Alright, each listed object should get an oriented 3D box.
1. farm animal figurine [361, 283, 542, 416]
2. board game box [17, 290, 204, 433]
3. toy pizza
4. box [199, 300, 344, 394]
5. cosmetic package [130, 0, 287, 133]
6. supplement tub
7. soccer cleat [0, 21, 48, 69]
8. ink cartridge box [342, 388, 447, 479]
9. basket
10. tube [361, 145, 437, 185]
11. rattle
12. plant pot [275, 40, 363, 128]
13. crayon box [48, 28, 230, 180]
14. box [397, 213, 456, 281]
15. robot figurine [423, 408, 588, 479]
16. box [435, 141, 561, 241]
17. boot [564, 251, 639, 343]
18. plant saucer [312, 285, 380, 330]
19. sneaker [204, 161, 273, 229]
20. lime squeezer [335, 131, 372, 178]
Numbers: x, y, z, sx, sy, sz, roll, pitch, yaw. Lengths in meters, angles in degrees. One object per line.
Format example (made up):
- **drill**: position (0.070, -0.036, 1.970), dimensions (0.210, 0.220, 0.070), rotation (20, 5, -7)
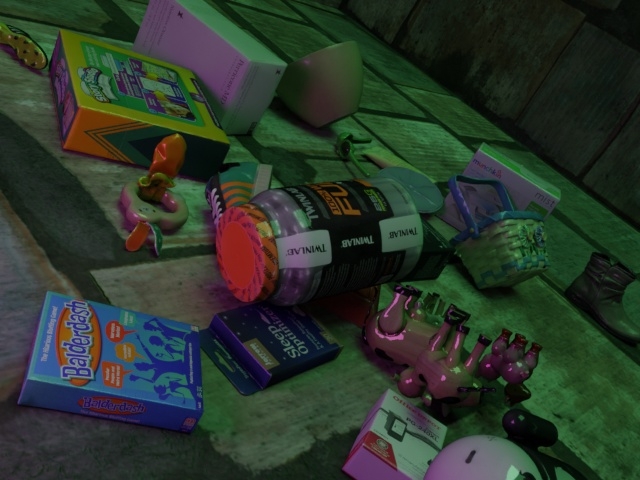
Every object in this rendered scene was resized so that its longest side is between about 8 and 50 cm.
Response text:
- **farm animal figurine**: position (0.199, 0.198, 1.103), dimensions (0.327, 0.172, 0.330), rotation (27, 5, 39)
- **board game box**: position (-0.258, 0.154, 0.845), dimensions (0.210, 0.047, 0.160), rotation (17, 29, -24)
- **toy pizza**: position (0.248, -0.138, 1.861), dimensions (0.201, 0.032, 0.201), rotation (14, 38, -12)
- **box**: position (-0.077, 0.156, 1.041), dimensions (0.136, 0.036, 0.225), rotation (43, 30, 24)
- **cosmetic package**: position (-0.294, -0.461, 1.702), dimensions (0.385, 0.217, 0.156), rotation (41, 28, 25)
- **supplement tub**: position (0.000, 0.000, 1.107), dimensions (0.316, 0.193, 0.193), rotation (-11, 46, -36)
- **soccer cleat**: position (-0.654, -0.433, 1.458), dimensions (0.179, 0.060, 0.072), rotation (34, 25, 14)
- **ink cartridge box**: position (0.111, 0.297, 0.951), dimensions (0.109, 0.063, 0.150), rotation (33, 27, 6)
- **basket**: position (0.444, -0.031, 1.672), dimensions (0.255, 0.201, 0.288), rotation (-3, 63, -46)
- **tube**: position (0.240, -0.214, 1.995), dimensions (0.240, 0.062, 0.070), rotation (37, -5, 21)
- **rattle**: position (-0.273, -0.079, 1.144), dimensions (0.130, 0.143, 0.199), rotation (44, 17, -15)
- **plant pot**: position (0.015, -0.447, 1.979), dimensions (0.284, 0.284, 0.190), rotation (-32, 100, -61)
- **crayon box**: position (-0.396, -0.291, 1.419), dimensions (0.313, 0.106, 0.363), rotation (10, 32, -33)
- **box**: position (0.197, 0.008, 1.515), dimensions (0.158, 0.093, 0.156), rotation (-2, 41, -46)
- **robot figurine**: position (0.253, 0.350, 0.846), dimensions (0.278, 0.173, 0.209), rotation (30, 29, -36)
- **box**: position (0.503, -0.109, 1.878), dimensions (0.262, 0.231, 0.127), rotation (35, 26, 7)
- **boot**: position (0.808, 0.154, 1.805), dimensions (0.246, 0.161, 0.083), rotation (40, 28, 19)
- **plant saucer**: position (0.015, 0.043, 1.320), dimensions (0.259, 0.047, 0.258), rotation (29, 26, -5)
- **sneaker**: position (-0.168, -0.055, 1.261), dimensions (0.121, 0.108, 0.302), rotation (8, 34, 0)
- **lime squeezer**: position (0.093, -0.260, 1.928), dimensions (0.110, 0.059, 0.310), rotation (40, 23, -14)
